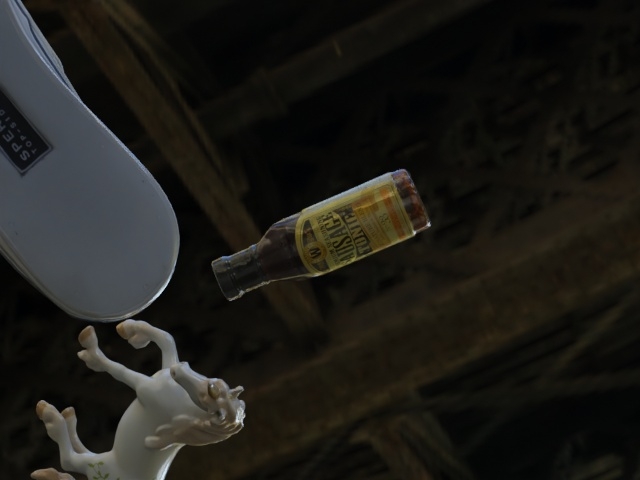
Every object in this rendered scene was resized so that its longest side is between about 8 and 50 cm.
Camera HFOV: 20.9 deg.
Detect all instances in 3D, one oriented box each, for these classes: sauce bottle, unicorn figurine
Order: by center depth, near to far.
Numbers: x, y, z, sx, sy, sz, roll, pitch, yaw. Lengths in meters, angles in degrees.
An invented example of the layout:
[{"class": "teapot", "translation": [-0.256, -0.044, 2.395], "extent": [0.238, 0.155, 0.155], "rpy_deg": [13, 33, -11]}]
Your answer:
[{"class": "unicorn figurine", "translation": [-0.094, 0.095, 0.933], "extent": [0.060, 0.111, 0.162], "rpy_deg": [-17, -41, -45]}, {"class": "sauce bottle", "translation": [0.000, 0.000, 1.015], "extent": [0.128, 0.042, 0.042], "rpy_deg": [-25, -47, 3]}]

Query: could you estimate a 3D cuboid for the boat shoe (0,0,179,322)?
[{"class": "boat shoe", "translation": [-0.162, -0.070, 0.756], "extent": [0.095, 0.084, 0.258], "rpy_deg": [-34, -83, -16]}]
